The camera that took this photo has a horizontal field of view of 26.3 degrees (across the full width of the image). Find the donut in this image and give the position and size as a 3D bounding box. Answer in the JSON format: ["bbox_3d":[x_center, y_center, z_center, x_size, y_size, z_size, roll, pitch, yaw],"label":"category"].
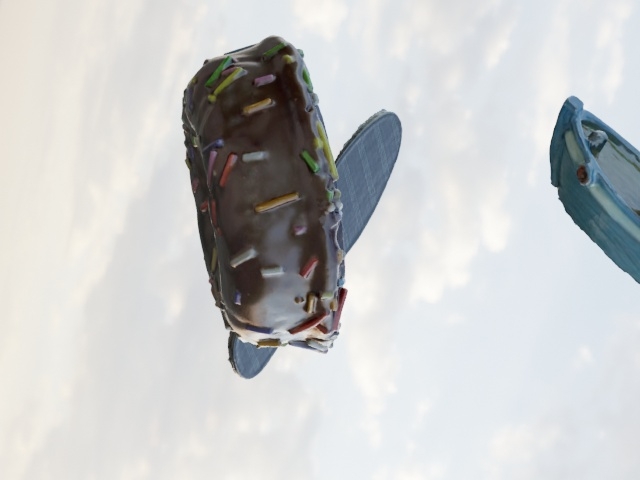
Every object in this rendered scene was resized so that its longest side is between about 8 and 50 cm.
[{"bbox_3d":[-0.043,-0.027,0.978,0.235,0.089,0.235,170,-90,-80],"label":"donut"}]

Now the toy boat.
[{"bbox_3d":[0.257,-0.030,0.986,0.088,0.215,0.102,-33,159,-52],"label":"toy boat"}]

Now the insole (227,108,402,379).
[{"bbox_3d":[0.000,0.000,1.274,0.309,0.012,0.110,-55,147,-30],"label":"insole"}]
